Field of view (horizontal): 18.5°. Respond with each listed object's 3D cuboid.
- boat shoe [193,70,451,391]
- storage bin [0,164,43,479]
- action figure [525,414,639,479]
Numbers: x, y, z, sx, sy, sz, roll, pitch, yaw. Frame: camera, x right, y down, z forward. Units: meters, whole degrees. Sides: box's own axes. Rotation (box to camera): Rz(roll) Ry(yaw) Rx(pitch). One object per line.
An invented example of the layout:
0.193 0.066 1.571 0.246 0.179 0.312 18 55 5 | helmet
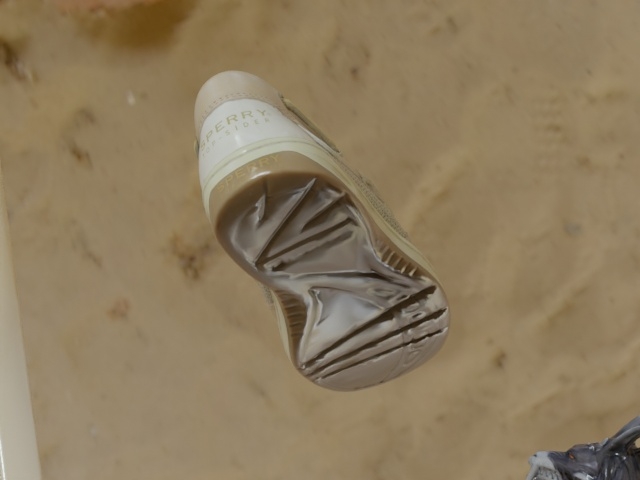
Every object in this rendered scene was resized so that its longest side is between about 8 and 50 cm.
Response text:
0.000 0.000 1.218 0.109 0.098 0.302 -26 147 7 | boat shoe
-0.197 0.104 0.568 0.123 0.262 0.260 4 157 -40 | storage bin
0.144 0.214 1.205 0.141 0.164 0.275 14 110 13 | action figure
